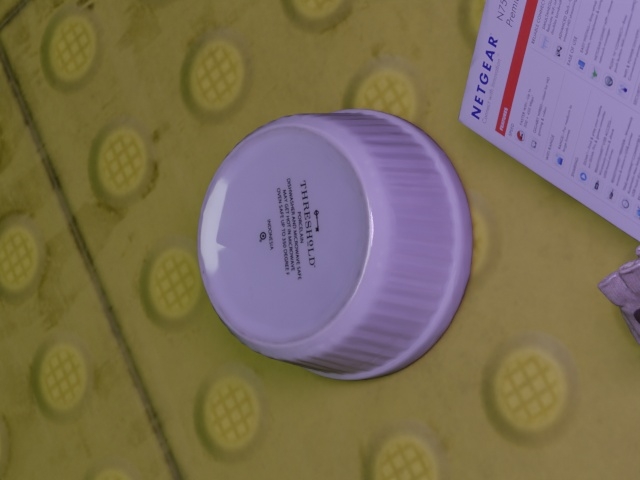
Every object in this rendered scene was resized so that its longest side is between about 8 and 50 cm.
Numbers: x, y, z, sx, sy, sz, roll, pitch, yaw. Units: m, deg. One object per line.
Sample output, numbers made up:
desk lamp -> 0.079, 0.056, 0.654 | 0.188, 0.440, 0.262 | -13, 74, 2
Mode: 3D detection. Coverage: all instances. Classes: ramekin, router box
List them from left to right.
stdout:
ramekin -> 0.000, 0.000, 1.644 | 0.272, 0.127, 0.273 | -4, 83, 38
router box -> 0.275, -0.179, 1.397 | 0.301, 0.082, 0.335 | 38, 132, 33

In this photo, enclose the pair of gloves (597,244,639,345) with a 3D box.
pair of gloves -> 0.356, 0.037, 1.344 | 0.240, 0.204, 0.042 | -34, 29, 34
